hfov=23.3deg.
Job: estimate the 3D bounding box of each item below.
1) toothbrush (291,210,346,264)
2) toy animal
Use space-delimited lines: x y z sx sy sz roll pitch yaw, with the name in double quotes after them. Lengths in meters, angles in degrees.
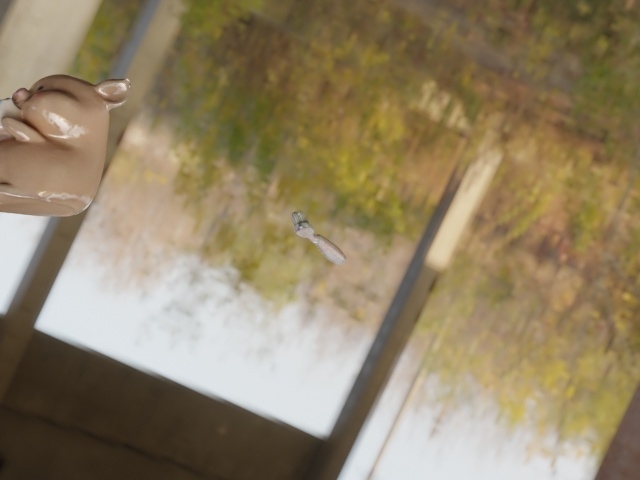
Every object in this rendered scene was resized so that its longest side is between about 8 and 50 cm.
0.000 0.000 2.286 0.307 0.025 0.030 42 -154 -74 "toothbrush"
-0.455 -0.155 2.544 0.213 0.256 0.195 20 161 -35 "toy animal"
